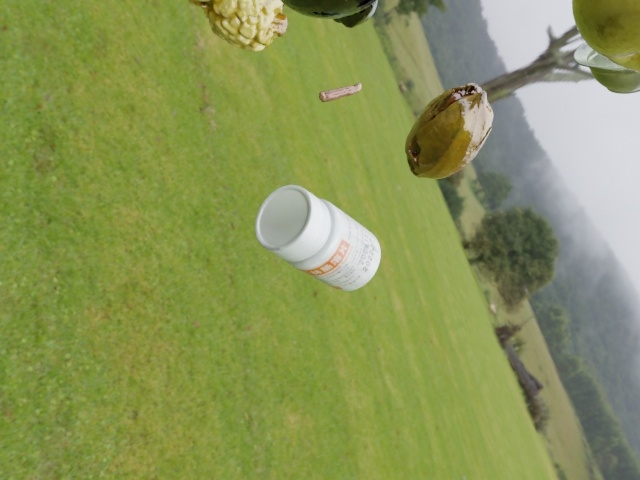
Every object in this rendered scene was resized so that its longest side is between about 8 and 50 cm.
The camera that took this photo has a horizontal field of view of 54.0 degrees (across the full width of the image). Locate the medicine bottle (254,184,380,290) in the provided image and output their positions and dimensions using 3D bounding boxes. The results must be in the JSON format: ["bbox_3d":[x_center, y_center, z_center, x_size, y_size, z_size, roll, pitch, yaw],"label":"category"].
[{"bbox_3d":[0.000,0.000,1.795,0.371,0.211,0.211,31,35,-50],"label":"medicine bottle"}]

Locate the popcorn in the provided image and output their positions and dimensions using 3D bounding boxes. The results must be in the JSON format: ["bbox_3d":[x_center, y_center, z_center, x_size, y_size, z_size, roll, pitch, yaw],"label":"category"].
[{"bbox_3d":[-0.239,-0.711,1.836,0.332,0.225,0.265,27,52,-8],"label":"popcorn"}]

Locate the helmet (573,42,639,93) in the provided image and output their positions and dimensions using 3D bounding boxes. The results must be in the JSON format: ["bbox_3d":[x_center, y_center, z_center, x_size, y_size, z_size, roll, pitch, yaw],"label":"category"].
[{"bbox_3d":[0.867,-0.490,1.799,0.204,0.257,0.137,-61,141,-42],"label":"helmet"}]

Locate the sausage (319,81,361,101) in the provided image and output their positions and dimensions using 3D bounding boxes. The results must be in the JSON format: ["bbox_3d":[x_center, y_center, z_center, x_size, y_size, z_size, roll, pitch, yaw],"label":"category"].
[{"bbox_3d":[0.071,-0.514,2.177,0.036,0.157,0.042,-168,-120,-79],"label":"sausage"}]

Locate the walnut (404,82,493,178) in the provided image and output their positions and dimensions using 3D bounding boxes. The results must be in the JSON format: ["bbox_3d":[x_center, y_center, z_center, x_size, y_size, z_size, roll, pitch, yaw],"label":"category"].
[{"bbox_3d":[0.244,-0.202,1.198,0.137,0.245,0.137,16,53,-22],"label":"walnut"}]

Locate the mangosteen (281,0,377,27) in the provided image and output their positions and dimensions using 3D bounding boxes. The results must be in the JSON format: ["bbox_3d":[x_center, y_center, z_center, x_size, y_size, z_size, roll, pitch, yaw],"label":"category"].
[{"bbox_3d":[0.027,-0.428,0.914,0.243,0.243,0.243,57,16,-26],"label":"mangosteen"}]

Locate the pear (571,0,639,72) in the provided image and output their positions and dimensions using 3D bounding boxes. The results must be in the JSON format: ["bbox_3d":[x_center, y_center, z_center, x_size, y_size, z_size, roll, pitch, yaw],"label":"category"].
[{"bbox_3d":[0.641,-0.467,1.139,0.348,0.348,0.348,57,16,-26],"label":"pear"}]
